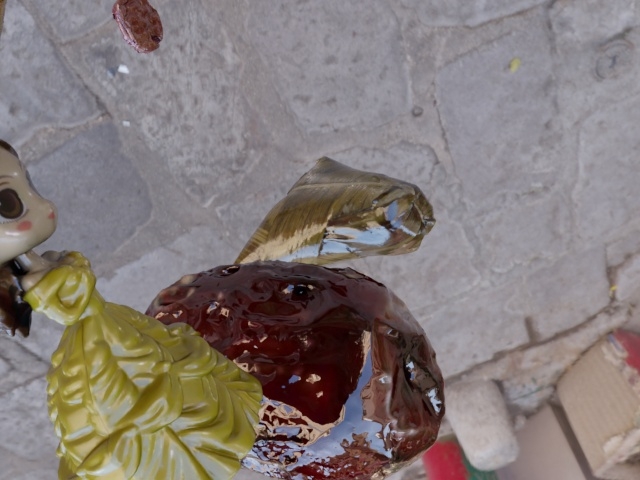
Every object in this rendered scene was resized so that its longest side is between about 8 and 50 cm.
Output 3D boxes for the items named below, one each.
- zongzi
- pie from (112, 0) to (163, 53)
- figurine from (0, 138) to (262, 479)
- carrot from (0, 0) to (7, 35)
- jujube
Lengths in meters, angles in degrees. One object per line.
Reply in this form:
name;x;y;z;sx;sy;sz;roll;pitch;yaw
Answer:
zongzi;0.000;0.000;0.979;0.288;0.286;0.134;-39;117;-18
pie;-0.444;-0.532;1.545;0.038;0.153;0.153;-8;140;29
figurine;-0.193;0.052;0.474;0.168;0.187;0.315;-16;116;33
carrot;-0.646;-0.469;1.193;0.114;0.114;0.302;15;146;-25
jujube;-0.042;0.151;0.750;0.377;0.258;0.258;6;137;17
